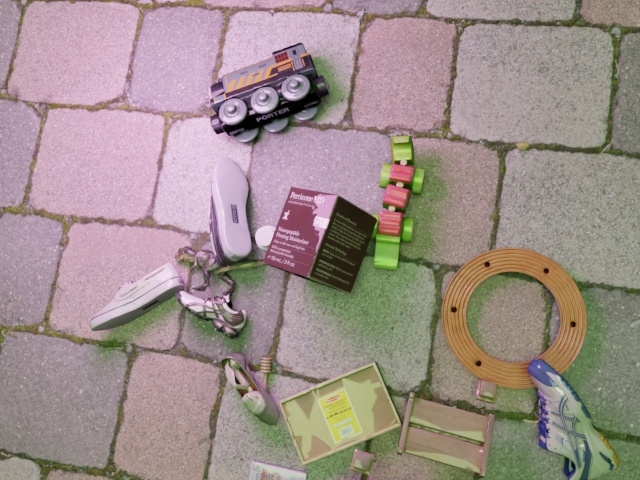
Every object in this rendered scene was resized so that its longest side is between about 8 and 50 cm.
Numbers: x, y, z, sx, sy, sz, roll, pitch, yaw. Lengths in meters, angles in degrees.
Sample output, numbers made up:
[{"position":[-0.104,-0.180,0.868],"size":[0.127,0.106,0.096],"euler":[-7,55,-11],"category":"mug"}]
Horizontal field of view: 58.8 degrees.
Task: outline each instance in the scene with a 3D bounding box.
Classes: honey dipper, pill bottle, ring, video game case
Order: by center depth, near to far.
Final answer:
[{"position":[0.464,0.185,1.375],"size":[0.336,0.032,0.337],"euler":[-1,81,10],"category":"ring"},{"position":[-0.115,0.639,1.401],"size":[0.143,0.019,0.157],"euler":[9,82,10],"category":"video game case"},{"position":[-0.143,0.379,1.445],"size":[0.030,0.030,0.161],"euler":[3,85,10],"category":"honey dipper"},{"position":[-0.127,-0.002,1.454],"size":[0.067,0.120,0.067],"euler":[-1,81,9],"category":"pill bottle"}]

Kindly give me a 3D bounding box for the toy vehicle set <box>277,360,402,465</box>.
[{"position":[0.047,0.425,1.401],"size":[0.266,0.035,0.166],"euler":[-23,78,5],"category":"toy vehicle set"}]

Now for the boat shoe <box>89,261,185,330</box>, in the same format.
[{"position":[-0.495,0.147,1.504],"size":[0.267,0.096,0.088],"euler":[-30,74,2],"category":"boat shoe"}]

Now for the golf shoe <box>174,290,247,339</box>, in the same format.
[{"position":[-0.281,0.172,1.480],"size":[0.198,0.077,0.094],"euler":[31,82,2],"category":"golf shoe"}]

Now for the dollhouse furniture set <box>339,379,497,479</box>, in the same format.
[{"position":[0.227,0.484,1.341],"size":[0.303,0.174,0.356],"euler":[14,65,10],"category":"dollhouse furniture set"}]

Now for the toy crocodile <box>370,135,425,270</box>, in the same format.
[{"position":[0.189,-0.094,1.426],"size":[0.115,0.105,0.341],"euler":[12,84,11],"category":"toy crocodile"}]

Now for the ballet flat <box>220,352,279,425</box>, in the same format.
[{"position":[-0.183,0.374,1.413],"size":[0.072,0.068,0.213],"euler":[-47,66,20],"category":"ballet flat"}]

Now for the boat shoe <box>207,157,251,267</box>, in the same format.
[{"position":[-0.251,-0.074,1.496],"size":[0.102,0.108,0.301],"euler":[-31,60,39],"category":"boat shoe"}]

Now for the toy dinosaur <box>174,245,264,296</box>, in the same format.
[{"position":[-0.271,0.082,1.497],"size":[0.268,0.064,0.118],"euler":[7,76,7],"category":"toy dinosaur"}]

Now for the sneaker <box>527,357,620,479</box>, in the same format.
[{"position":[0.537,0.411,1.274],"size":[0.131,0.112,0.296],"euler":[-33,86,8],"category":"sneaker"}]

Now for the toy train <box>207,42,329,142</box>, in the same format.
[{"position":[-0.145,-0.395,1.520],"size":[0.333,0.142,0.190],"euler":[-19,67,8],"category":"toy train"}]

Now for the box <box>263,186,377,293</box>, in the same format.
[{"position":[0.000,0.000,1.381],"size":[0.168,0.167,0.203],"euler":[14,82,44],"category":"box"}]
